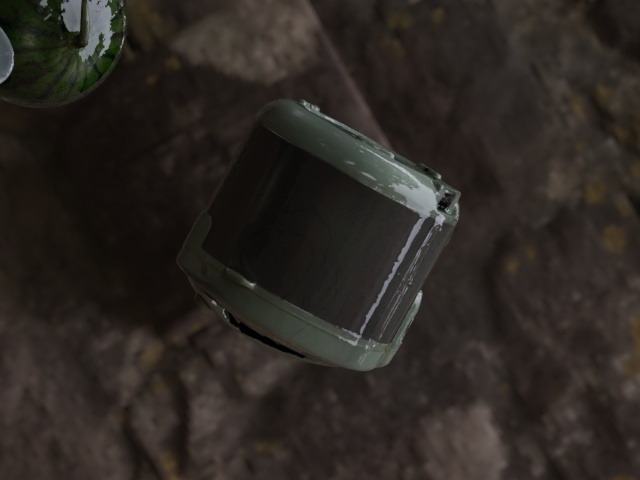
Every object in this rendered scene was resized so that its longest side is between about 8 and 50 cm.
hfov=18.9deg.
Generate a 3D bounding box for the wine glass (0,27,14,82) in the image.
[{"bbox_3d":[-0.395,-0.132,1.901,0.196,0.165,0.165,-50,-118,38],"label":"wine glass"}]

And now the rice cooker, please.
[{"bbox_3d":[-0.002,0.002,2.237,0.288,0.277,0.288,27,7,-3],"label":"rice cooker"}]

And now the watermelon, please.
[{"bbox_3d":[-0.285,-0.225,1.983,0.215,0.188,0.188,32,-24,44],"label":"watermelon"}]
